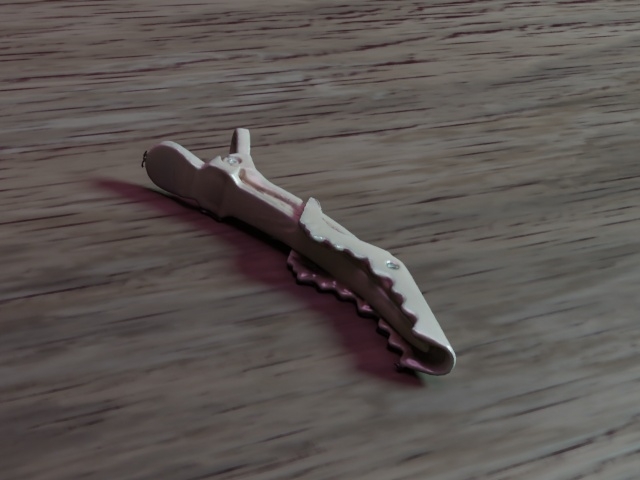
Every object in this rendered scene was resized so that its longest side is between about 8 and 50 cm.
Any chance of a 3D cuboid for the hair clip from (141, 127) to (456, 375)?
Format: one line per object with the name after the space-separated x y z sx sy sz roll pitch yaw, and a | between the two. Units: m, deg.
0.000 0.000 0.681 0.226 0.034 0.072 35 38 27 | hair clip
